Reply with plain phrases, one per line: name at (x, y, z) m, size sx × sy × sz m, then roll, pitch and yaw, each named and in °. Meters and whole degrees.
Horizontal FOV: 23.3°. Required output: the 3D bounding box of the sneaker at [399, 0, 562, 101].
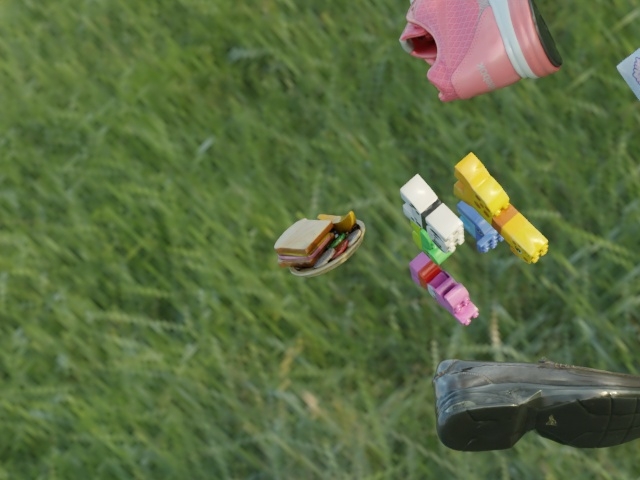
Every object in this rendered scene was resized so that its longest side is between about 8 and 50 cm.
sneaker at (0.132, -0.248, 1.555) m, size 0.136 × 0.116 × 0.313 m, roll -27°, pitch 37°, yaw 10°

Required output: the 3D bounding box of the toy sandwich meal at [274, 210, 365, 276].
toy sandwich meal at (0.000, 0.000, 1.369) m, size 0.086 × 0.029 × 0.085 m, roll -28°, pitch 23°, yaw 13°

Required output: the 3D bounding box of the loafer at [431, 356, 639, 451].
loafer at (0.159, 0.102, 1.051) m, size 0.061 × 0.170 × 0.062 m, roll -99°, pitch 16°, yaw -46°

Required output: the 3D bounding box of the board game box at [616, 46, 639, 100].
board game box at (0.501, -0.281, 1.579) m, size 0.319 × 0.066 × 0.318 m, roll -33°, pitch -4°, yaw -24°

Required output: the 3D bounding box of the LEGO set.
LEGO set at (0.132, 0.002, 1.284) m, size 0.087 × 0.227 × 0.093 m, roll -42°, pitch 72°, yaw -8°
